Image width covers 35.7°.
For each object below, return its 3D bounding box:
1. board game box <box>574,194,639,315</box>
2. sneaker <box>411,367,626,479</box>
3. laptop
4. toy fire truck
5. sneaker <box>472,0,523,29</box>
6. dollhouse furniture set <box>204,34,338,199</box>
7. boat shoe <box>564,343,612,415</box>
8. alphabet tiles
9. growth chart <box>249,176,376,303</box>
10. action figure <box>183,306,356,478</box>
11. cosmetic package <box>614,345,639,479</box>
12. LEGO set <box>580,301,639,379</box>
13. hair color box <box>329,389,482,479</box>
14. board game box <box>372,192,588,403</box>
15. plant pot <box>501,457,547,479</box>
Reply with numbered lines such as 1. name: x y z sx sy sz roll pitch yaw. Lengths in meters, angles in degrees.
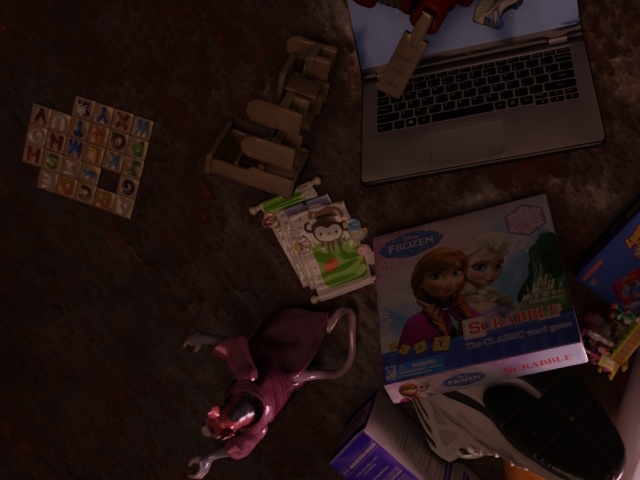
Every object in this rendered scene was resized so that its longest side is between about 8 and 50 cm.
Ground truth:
1. board game box: 0.623 0.000 1.635 0.233 0.078 0.347 37 120 0
2. sneaker: 0.323 0.320 1.711 0.447 0.169 0.257 36 149 37
3. laptop: 0.224 -0.333 1.587 0.382 0.408 0.236 -10 136 14
4. toy fire truck: 0.120 -0.374 1.555 0.217 0.158 0.246 23 74 19
5. sneaker: 0.294 -0.388 1.550 0.058 0.052 0.135 31 95 10
6. dollhouse furniture set: -0.093 -0.210 1.694 0.161 0.212 0.242 19 135 5
7. boat shoe: 0.378 0.200 1.766 0.341 0.122 0.110 49 146 1
8. alphabet tiles: -0.445 -0.169 1.878 0.237 0.009 0.198 19 108 6
9. growth chart: 0.000 0.000 1.827 0.172 0.021 0.237 -30 98 16
10. action figure: -0.095 0.270 1.733 0.276 0.370 0.248 -2 103 14
11. cosmetic package: 0.629 0.257 1.633 0.217 0.156 0.385 8 125 0
12. LEGO set: 0.456 0.139 1.605 0.107 0.287 0.132 28 70 3
13. hair color box: 0.186 0.449 1.823 0.339 0.185 0.110 40 109 0
14. board game box: 0.252 0.091 1.656 0.319 0.318 0.066 -15 137 14
15. plant pot: 0.418 0.455 1.784 0.205 0.205 0.188 -24 83 16
